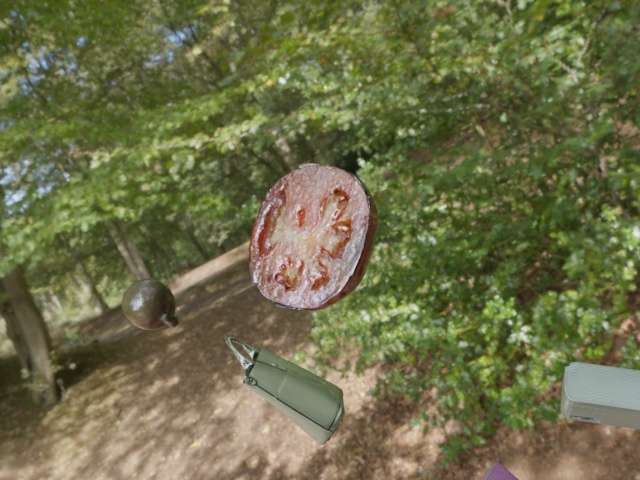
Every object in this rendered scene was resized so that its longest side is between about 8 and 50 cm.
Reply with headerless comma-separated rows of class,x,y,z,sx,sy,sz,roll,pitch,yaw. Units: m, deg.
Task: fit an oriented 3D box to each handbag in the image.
handbag,-0.097,0.333,1.455,0.109,0.315,0.241,-60,2,3

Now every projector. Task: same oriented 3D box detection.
projector,0.737,0.390,1.573,0.250,0.108,0.198,3,-28,20

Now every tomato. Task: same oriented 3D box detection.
tomato,0.000,0.001,0.914,0.225,0.225,0.085,-25,-32,29

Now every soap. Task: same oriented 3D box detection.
soap,0.489,0.669,1.584,0.122,0.203,0.065,-31,-27,-47

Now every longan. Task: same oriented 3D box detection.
longan,-0.322,0.126,1.203,0.106,0.119,0.106,-49,-19,-23
